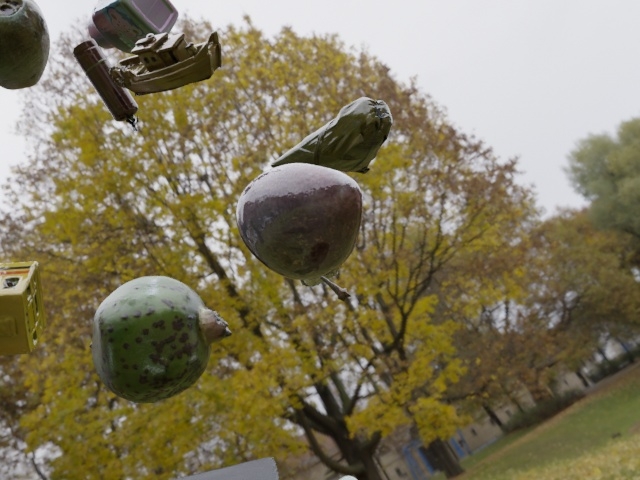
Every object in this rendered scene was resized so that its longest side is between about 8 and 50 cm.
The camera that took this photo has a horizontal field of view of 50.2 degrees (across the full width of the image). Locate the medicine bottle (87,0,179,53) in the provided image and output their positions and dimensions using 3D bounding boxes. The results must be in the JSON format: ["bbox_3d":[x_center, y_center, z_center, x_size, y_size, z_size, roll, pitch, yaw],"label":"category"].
[{"bbox_3d":[-0.391,-0.449,1.380,0.188,0.094,0.119,-3,-36,44],"label":"medicine bottle"}]

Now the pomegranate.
[{"bbox_3d":[-0.307,0.185,1.313,0.270,0.254,0.254,-14,-25,-2],"label":"pomegranate"}]

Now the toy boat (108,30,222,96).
[{"bbox_3d":[-0.214,-0.248,0.934,0.072,0.206,0.064,58,-134,-32],"label":"toy boat"}]

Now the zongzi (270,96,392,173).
[{"bbox_3d":[0.026,-0.254,1.699,0.274,0.125,0.251,-6,-23,-18],"label":"zongzi"}]

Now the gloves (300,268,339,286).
[{"bbox_3d":[-0.021,0.009,0.936,0.070,0.114,0.153,-46,0,-10],"label":"gloves"}]

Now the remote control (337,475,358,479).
[{"bbox_3d":[0.009,0.444,0.944,0.056,0.140,0.296,-18,-30,-41],"label":"remote control"}]

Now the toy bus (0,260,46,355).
[{"bbox_3d":[-0.560,0.100,0.928,0.335,0.123,0.121,-3,-65,-13],"label":"toy bus"}]

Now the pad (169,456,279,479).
[{"bbox_3d":[-0.117,0.207,0.461,0.193,0.116,0.004,-12,-64,-8],"label":"pad"}]

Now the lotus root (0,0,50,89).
[{"bbox_3d":[-0.604,-0.366,1.316,0.158,0.140,0.322,9,-17,-15],"label":"lotus root"}]

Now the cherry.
[{"bbox_3d":[0.005,-0.004,0.704,0.148,0.188,0.115,-39,19,26],"label":"cherry"}]

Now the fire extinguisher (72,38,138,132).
[{"bbox_3d":[-0.331,-0.239,1.086,0.045,0.157,0.078,-33,8,2],"label":"fire extinguisher"}]
